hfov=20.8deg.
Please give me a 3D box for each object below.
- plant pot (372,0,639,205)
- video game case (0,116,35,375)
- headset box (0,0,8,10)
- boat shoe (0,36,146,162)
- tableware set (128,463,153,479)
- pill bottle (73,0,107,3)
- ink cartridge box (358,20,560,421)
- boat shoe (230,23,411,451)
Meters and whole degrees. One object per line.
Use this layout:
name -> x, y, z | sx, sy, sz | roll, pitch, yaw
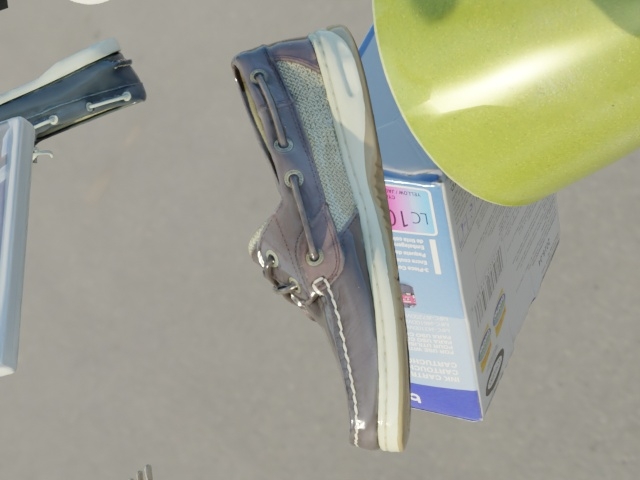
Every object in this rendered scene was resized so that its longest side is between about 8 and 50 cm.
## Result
plant pot -> 0.240, -0.195, 1.384 | 0.293, 0.275, 0.275 | -18, 47, 42
video game case -> -0.293, 0.020, 1.268 | 0.183, 0.023, 0.201 | -15, 58, 24
headset box -> -0.140, -0.122, 0.647 | 0.032, 0.083, 0.062 | -21, 7, 43
boat shoe -> -0.290, -0.106, 1.698 | 0.254, 0.079, 0.095 | -31, 2, -14
tableware set -> -0.162, 0.280, 1.521 | 0.024, 0.154, 0.104 | 13, 31, 32
pill bottle -> -0.151, -0.201, 1.190 | 0.067, 0.067, 0.120 | -53, 9, 12
ink cartridge box -> 0.122, -0.014, 1.707 | 0.151, 0.395, 0.270 | 9, 49, 24
boat shoe -> 0.000, 0.000, 1.112 | 0.103, 0.092, 0.285 | 83, 178, -74
